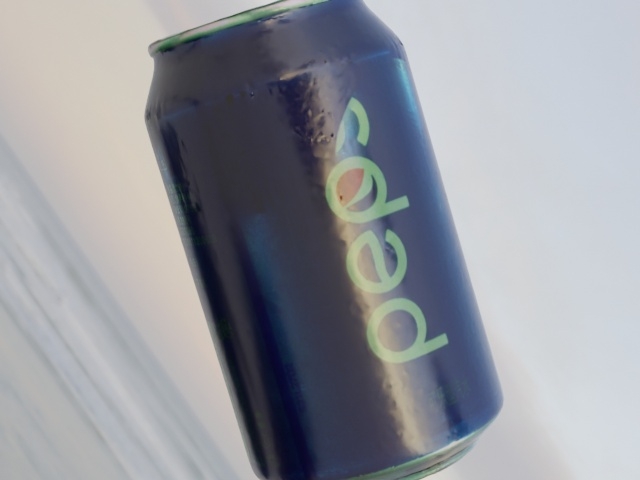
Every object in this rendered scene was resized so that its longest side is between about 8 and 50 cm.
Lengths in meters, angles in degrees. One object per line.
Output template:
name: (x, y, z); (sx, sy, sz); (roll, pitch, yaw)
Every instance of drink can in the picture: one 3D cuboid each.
drink can: (0.000, 0.000, 0.545); (0.118, 0.118, 0.205); (-163, -124, -76)
